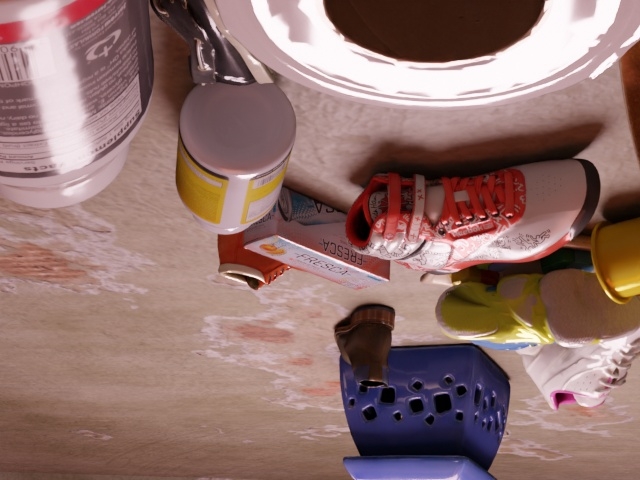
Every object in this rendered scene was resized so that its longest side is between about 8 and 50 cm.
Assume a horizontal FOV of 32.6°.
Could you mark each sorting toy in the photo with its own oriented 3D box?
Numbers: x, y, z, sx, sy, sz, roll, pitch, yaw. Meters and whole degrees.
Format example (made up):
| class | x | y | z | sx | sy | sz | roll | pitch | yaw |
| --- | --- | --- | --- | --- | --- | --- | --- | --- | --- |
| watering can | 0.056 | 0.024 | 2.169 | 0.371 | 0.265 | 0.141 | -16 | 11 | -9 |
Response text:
| class | x | y | z | sx | sy | sz | roll | pitch | yaw |
| --- | --- | --- | --- | --- | --- | --- | --- | --- | --- |
| sorting toy | 0.239 | 0.034 | 1.322 | 0.193 | 0.038 | 0.208 | 8 | 158 | -10 |

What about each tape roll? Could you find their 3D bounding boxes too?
| class | x | y | z | sx | sy | sz | roll | pitch | yaw |
| --- | --- | --- | --- | --- | --- | --- | --- | --- | --- |
| tape roll | 0.075 | -0.192 | 0.705 | 0.286 | 0.100 | 0.286 | 3 | 158 | 1 |

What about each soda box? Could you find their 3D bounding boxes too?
| class | x | y | z | sx | sy | sz | roll | pitch | yaw |
| --- | --- | --- | --- | --- | --- | --- | --- | --- | --- |
| soda box | 0.000 | 0.000 | 1.244 | 0.183 | 0.063 | 0.058 | 22 | 152 | -39 |

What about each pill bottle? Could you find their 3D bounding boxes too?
| class | x | y | z | sx | sy | sz | roll | pitch | yaw |
| --- | --- | --- | --- | --- | --- | --- | --- | --- | --- |
| pill bottle | -0.083 | -0.073 | 1.023 | 0.103 | 0.103 | 0.184 | 7 | 158 | -7 |
| pill bottle | -0.204 | -0.145 | 0.752 | 0.176 | 0.176 | 0.318 | 6 | 156 | -4 |

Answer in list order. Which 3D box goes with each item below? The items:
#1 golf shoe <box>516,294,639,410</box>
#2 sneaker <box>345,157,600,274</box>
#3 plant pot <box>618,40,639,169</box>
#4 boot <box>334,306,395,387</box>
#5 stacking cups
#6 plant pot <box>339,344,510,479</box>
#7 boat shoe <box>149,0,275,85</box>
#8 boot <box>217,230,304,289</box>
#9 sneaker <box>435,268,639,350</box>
| class | x | y | z | sx | sy | sz | roll | pitch | yaw |
| --- | --- | --- | --- | --- | --- | --- | --- | --- | --- |
| golf shoe | 0.365 | 0.131 | 1.382 | 0.115 | 0.140 | 0.306 | -14 | 170 | -28 |
| sneaker | 0.140 | -0.029 | 1.110 | 0.145 | 0.090 | 0.270 | 15 | 158 | -32 |
| plant pot | 0.364 | -0.101 | 0.750 | 0.254 | 0.237 | 0.237 | -13 | 156 | 5 |
| boot | 0.060 | 0.178 | 1.621 | 0.082 | 0.106 | 0.219 | 6 | 158 | -4 |
| stacking cups | 0.438 | -0.018 | 1.113 | 0.316 | 0.096 | 0.096 | -20 | 148 | 36 |
| plant pot | 0.170 | 0.305 | 1.779 | 0.236 | 0.212 | 0.236 | -5 | 156 | 22 |
| boat shoe | -0.090 | -0.177 | 0.789 | 0.079 | 0.084 | 0.233 | 0 | 161 | 10 |
| boot | -0.058 | 0.025 | 1.291 | 0.158 | 0.085 | 0.059 | 19 | 152 | -36 |
| sneaker | 0.263 | 0.087 | 1.316 | 0.240 | 0.091 | 0.126 | 2 | 168 | 16 |
